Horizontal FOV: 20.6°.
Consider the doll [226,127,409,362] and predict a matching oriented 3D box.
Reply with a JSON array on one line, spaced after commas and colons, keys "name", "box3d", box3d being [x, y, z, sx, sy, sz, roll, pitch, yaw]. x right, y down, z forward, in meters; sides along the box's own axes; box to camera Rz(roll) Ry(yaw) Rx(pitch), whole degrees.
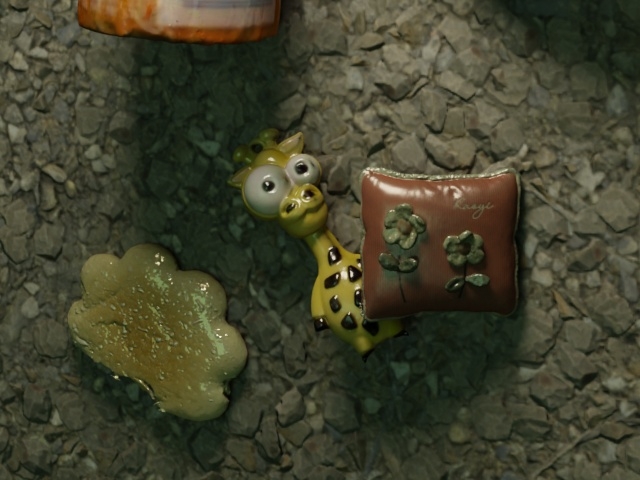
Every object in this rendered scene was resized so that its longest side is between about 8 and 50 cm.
[{"name": "doll", "box3d": [0.000, 0.000, 2.005, 0.117, 0.086, 0.291, -31, 83, -11]}]

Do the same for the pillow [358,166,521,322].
[{"name": "pillow", "box3d": [0.131, 0.005, 1.924, 0.179, 0.075, 0.171, -1, 99, 1]}]

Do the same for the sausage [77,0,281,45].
[{"name": "sausage", "box3d": [-0.147, -0.369, 1.912, 0.233, 0.233, 0.287, 10, 106, 25]}]

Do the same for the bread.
[{"name": "bread", "box3d": [-0.201, 0.103, 2.156, 0.251, 0.039, 0.182, 32, 114, 18]}]
